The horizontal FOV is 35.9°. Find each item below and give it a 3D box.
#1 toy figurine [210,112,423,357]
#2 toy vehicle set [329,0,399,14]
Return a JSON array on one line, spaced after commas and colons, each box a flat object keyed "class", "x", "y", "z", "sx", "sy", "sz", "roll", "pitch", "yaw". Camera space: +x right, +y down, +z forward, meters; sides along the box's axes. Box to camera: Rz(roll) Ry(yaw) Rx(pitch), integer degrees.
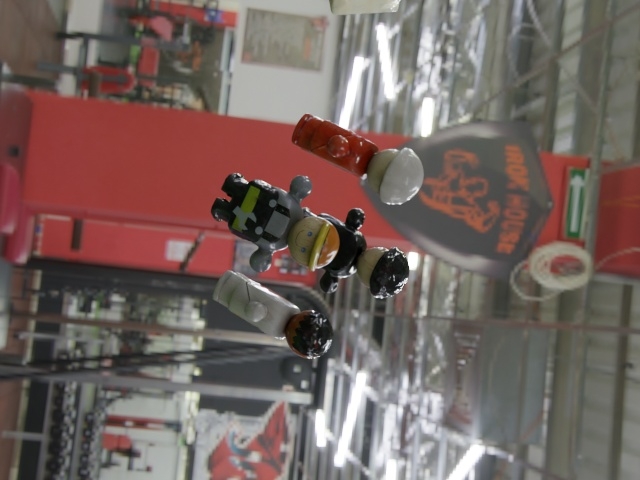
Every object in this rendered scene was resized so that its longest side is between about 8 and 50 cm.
[{"class": "toy figurine", "x": 0.000, "y": 0.000, "z": 1.016, "sx": 0.209, "sy": 0.148, "sz": 0.213, "roll": -42, "pitch": 151, "yaw": -41}, {"class": "toy vehicle set", "x": 0.021, "y": -0.245, "z": 0.419, "sx": 0.267, "sy": 0.035, "sz": 0.166, "roll": 99, "pitch": -16, "yaw": -64}]
